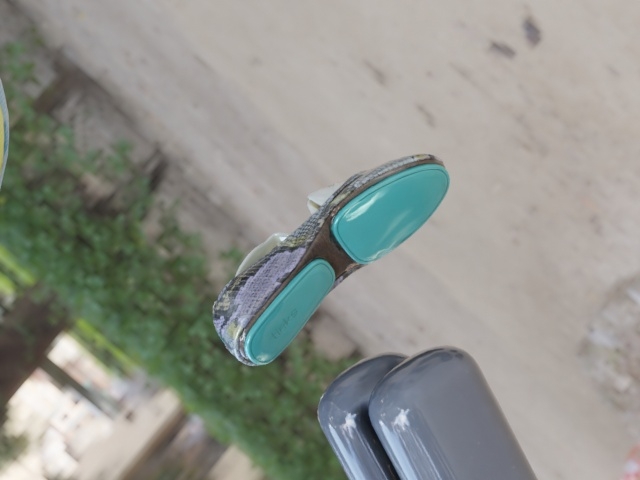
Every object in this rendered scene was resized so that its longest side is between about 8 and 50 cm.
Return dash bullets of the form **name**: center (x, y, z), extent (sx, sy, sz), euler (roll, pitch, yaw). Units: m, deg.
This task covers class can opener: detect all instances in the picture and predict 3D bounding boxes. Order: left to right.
- **can opener**: center (0.069, 0.180, 0.633), extent (0.076, 0.095, 0.283), euler (-13, 107, 60)

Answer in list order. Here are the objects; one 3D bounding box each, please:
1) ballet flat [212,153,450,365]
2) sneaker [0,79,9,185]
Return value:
- **ballet flat**: center (0.000, 0.000, 0.686), extent (0.041, 0.114, 0.041), euler (45, 169, 11)
- **sneaker**: center (-0.209, -0.001, 0.328), extent (0.208, 0.319, 0.127), euler (47, 158, 36)
